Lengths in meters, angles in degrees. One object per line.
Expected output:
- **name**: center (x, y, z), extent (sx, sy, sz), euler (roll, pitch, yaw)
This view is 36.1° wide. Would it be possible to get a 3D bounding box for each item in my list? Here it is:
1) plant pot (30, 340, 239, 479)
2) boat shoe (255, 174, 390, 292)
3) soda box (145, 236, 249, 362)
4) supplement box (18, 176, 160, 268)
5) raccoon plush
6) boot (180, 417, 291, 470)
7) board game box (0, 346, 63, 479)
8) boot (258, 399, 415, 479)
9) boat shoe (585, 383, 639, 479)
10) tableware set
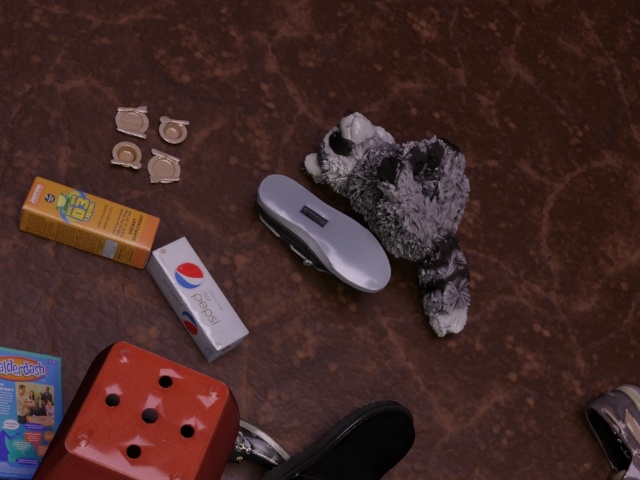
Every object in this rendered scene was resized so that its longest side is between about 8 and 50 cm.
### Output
- **plant pot**: center (-0.265, 0.301, 1.445), extent (0.267, 0.236, 0.267), euler (23, 56, -2)
- **boat shoe**: center (-0.003, 0.003, 1.876), extent (0.306, 0.105, 0.113), euler (34, 61, 6)
- **soda box**: center (-0.222, 0.105, 1.757), extent (0.074, 0.069, 0.216), euler (-28, 77, -31)
- **supplement box**: center (-0.411, -0.030, 1.750), extent (0.233, 0.080, 0.078), euler (18, 57, -9)
- **raccoon plush**: center (0.114, -0.035, 1.942), extent (0.216, 0.299, 0.446), euler (-7, 98, -40)
- **boot**: center (-0.179, 0.374, 1.627), extent (0.236, 0.085, 0.178), euler (32, 61, -1)
- **board game box**: center (-0.479, 0.276, 1.538), extent (0.160, 0.047, 0.210), euler (21, 52, -47)
- **boot**: center (0.089, 0.424, 1.600), extent (0.348, 0.131, 0.260), euler (-29, 39, -30)
- **boat shoe**: center (0.610, 0.453, 1.876), extent (0.130, 0.132, 0.355), euler (-12, 60, -16)
- **tableware set**: center (-0.331, -0.187, 1.897), extent (0.141, 0.020, 0.168), euler (12, 60, -15)
